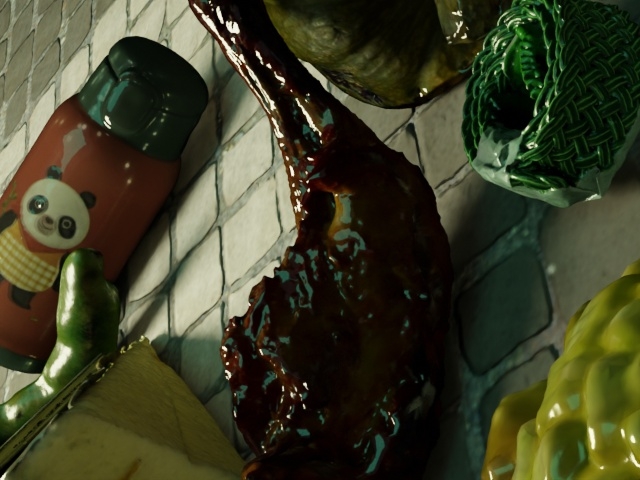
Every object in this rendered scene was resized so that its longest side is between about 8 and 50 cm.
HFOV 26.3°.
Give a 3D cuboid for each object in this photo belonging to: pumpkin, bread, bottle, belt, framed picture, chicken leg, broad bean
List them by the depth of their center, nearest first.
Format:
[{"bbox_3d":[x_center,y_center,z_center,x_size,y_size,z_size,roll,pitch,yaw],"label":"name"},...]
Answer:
[{"bbox_3d":[0.146,-0.082,0.817,0.151,0.079,0.121,-95,29,-56],"label":"belt"},{"bbox_3d":[0.000,0.000,0.892,0.096,0.158,0.407,127,133,-75],"label":"chicken leg"},{"bbox_3d":[0.051,-0.240,0.923,0.325,0.232,0.242,-50,37,33],"label":"pumpkin"},{"bbox_3d":[-0.246,0.200,1.109,0.346,0.242,0.405,-54,34,10],"label":"bread"},{"bbox_3d":[-0.298,0.224,1.157,0.273,0.016,0.216,-47,-2,-45],"label":"framed picture"},{"bbox_3d":[-0.274,0.125,1.276,0.292,0.144,0.049,-37,39,15],"label":"broad bean"},{"bbox_3d":[-0.230,-0.041,1.314,0.336,0.144,0.144,-56,32,16],"label":"bottle"}]

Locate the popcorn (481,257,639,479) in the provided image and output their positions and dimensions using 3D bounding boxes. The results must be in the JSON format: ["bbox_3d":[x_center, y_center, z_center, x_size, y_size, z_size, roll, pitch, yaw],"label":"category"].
[{"bbox_3d":[0.165,0.103,0.545,0.251,0.206,0.237,-133,54,-70],"label":"popcorn"}]
